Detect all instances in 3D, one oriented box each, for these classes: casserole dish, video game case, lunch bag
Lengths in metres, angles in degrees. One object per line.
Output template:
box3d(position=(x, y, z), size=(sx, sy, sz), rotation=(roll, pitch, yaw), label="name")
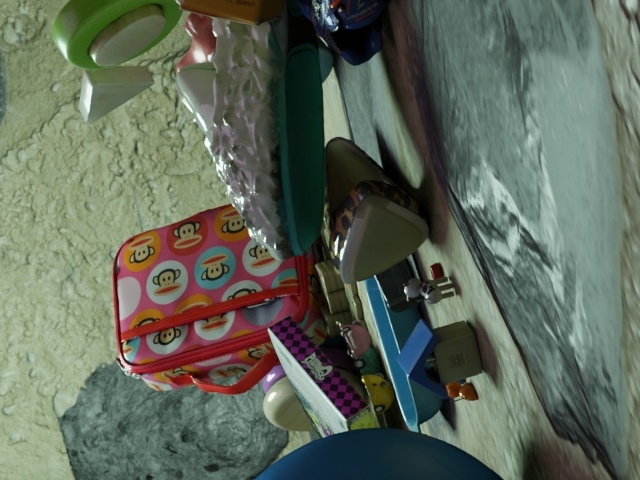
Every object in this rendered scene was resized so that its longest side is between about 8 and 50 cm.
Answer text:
box3d(position=(0.085, 0.104, 1.769), size=(0.114, 0.037, 0.188), rotation=(103, 152, -78), label="casserole dish")
box3d(position=(0.027, 0.230, 2.218), size=(0.232, 0.042, 0.210), rotation=(45, 162, 53), label="video game case")
box3d(position=(-0.135, 0.090, 2.379), size=(0.120, 0.293, 0.258), rotation=(48, -150, -54), label="lunch bag")

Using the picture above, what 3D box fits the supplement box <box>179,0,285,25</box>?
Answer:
box3d(position=(-0.057, -0.297, 1.427), size=(0.078, 0.080, 0.233), rotation=(-35, -47, -70), label="supplement box")

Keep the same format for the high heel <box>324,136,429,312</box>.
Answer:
box3d(position=(0.027, -0.052, 1.608), size=(0.261, 0.093, 0.186), rotation=(66, 179, -68), label="high heel")

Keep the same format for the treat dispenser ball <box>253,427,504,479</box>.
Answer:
box3d(position=(0.047, 0.296, 1.421), size=(0.288, 0.288, 0.288), rotation=(165, 90, -84), label="treat dispenser ball")

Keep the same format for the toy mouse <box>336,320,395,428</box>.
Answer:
box3d(position=(0.053, 0.139, 2.114), size=(0.143, 0.031, 0.161), rotation=(-115, 2, -49), label="toy mouse")

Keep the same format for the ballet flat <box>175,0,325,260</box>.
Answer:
box3d(position=(-0.065, -0.189, 1.571), size=(0.147, 0.147, 0.409), rotation=(-147, 57, -81), label="ballet flat")

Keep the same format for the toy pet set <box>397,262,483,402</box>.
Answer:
box3d(position=(0.096, 0.098, 1.528), size=(0.114, 0.065, 0.122), rotation=(-122, 18, -70), label="toy pet set")

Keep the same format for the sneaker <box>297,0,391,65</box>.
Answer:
box3d(position=(0.023, -0.218, 1.415), size=(0.087, 0.083, 0.221), rotation=(62, 177, 23), label="sneaker")

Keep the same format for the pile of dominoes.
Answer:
box3d(position=(0.000, 0.000, 2.249), size=(0.196, 0.040, 0.251), rotation=(-128, 22, -74), label="pile of dominoes")

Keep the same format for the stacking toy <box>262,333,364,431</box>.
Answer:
box3d(position=(-0.038, 0.097, 2.470), size=(0.141, 0.141, 0.330), rotation=(84, 173, -56), label="stacking toy")

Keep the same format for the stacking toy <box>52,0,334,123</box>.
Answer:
box3d(position=(-0.107, -0.181, 1.747), size=(0.130, 0.279, 0.309), rotation=(61, 168, 18), label="stacking toy")
